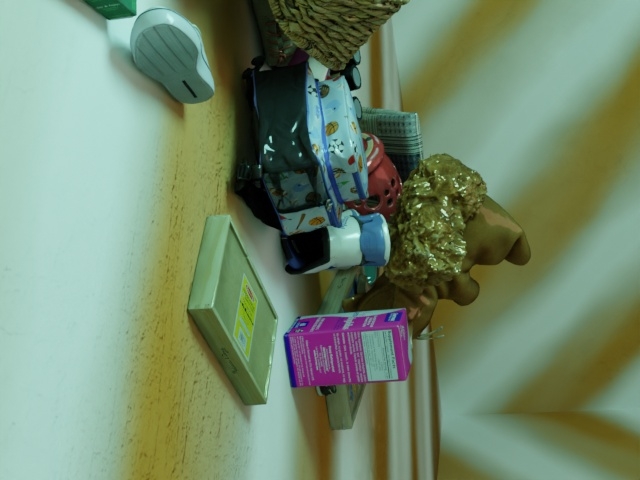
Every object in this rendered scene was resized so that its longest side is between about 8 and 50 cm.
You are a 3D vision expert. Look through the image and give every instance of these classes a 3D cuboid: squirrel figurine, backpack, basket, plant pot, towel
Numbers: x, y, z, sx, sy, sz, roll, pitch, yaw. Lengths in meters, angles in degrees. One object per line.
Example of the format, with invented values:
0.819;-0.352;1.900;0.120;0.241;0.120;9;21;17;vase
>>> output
0.204;0.034;1.711;0.370;0.281;0.397;-48;152;-9;squirrel figurine
-0.026;-0.145;1.429;0.263;0.213;0.276;84;5;-56;backpack
-0.026;-0.447;1.315;0.223;0.214;0.299;-34;-116;54;basket
0.082;-0.142;1.897;0.191;0.191;0.174;-80;154;-47;plant pot
0.152;-0.171;2.054;0.056;0.324;0.312;-19;109;-31;towel

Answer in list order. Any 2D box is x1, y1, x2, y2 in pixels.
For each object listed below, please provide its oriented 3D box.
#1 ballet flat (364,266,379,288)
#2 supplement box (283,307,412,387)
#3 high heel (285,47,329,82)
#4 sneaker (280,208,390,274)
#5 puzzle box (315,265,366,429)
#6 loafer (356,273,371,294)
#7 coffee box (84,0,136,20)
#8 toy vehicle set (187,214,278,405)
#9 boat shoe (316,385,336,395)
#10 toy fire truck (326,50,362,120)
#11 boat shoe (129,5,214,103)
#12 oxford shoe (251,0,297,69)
0.123;0.005;2.233;0.096;0.095;0.280;101;1;-71;ballet flat
0.055;0.203;1.568;0.111;0.220;0.113;-48;132;-73;supplement box
-0.029;-0.327;1.528;0.244;0.082;0.117;-54;-153;24;high heel
0.000;0.000;1.639;0.315;0.182;0.127;172;-85;-74;sneaker
0.066;0.232;1.975;0.409;0.052;0.272;-58;142;-69;puzzle box
0.121;0.141;2.015;0.056;0.050;0.148;-78;158;-53;loafer
-0.249;-0.317;0.868;0.184;0.041;0.113;24;63;-76;coffee box
-0.124;0.110;1.250;0.266;0.035;0.166;70;20;-47;toy vehicle set
0.005;0.278;1.725;0.046;0.038;0.125;-79;160;-49;boat shoe
0.007;-0.378;1.789;0.246;0.159;0.216;32;53;-59;toy fire truck
-0.190;-0.245;1.044;0.226;0.083;0.075;84;-7;-77;boat shoe
-0.059;-0.394;1.538;0.348;0.123;0.130;59;34;-59;oxford shoe
